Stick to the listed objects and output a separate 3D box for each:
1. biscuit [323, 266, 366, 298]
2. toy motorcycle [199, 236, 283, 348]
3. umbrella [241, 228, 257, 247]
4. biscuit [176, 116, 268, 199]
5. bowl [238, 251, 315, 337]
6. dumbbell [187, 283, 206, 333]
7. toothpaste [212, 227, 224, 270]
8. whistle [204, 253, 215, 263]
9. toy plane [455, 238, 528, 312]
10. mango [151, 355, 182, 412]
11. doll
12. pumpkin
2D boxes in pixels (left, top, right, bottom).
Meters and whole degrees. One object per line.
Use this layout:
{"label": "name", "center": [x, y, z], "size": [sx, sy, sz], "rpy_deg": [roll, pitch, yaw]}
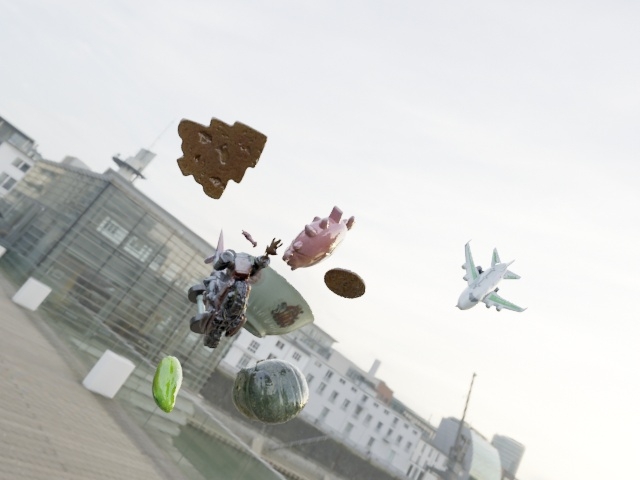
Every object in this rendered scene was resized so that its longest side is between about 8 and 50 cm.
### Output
{"label": "biscuit", "center": [0.099, 0.181, 1.806], "size": [0.188, 0.027, 0.187], "rpy_deg": [14, -41, 12]}
{"label": "toy motorcycle", "center": [-0.223, 0.113, 1.118], "size": [0.134, 0.207, 0.401], "rpy_deg": [12, -40, -24]}
{"label": "umbrella", "center": [-0.286, -0.012, 1.737], "size": [0.165, 0.027, 0.025], "rpy_deg": [38, -20, 52]}
{"label": "biscuit", "center": [-0.310, -0.280, 1.413], "size": [0.043, 0.302, 0.278], "rpy_deg": [-131, -155, -65]}
{"label": "bowl", "center": [-0.194, 0.210, 1.410], "size": [0.337, 0.157, 0.337], "rpy_deg": [33, -25, 18]}
{"label": "dumbbell", "center": [-0.485, 0.276, 1.774], "size": [0.100, 0.100, 0.191], "rpy_deg": [52, 12, -46]}
{"label": "toothpaste", "center": [-0.402, 0.040, 1.751], "size": [0.043, 0.194, 0.067], "rpy_deg": [2, -37, -6]}
{"label": "whistle", "center": [-0.547, 0.093, 2.195], "size": [0.033, 0.033, 0.177], "rpy_deg": [39, -29, -19]}
{"label": "toy plane", "center": [0.469, 0.130, 1.257], "size": [0.251, 0.255, 0.101], "rpy_deg": [52, -27, 9]}
{"label": "mango", "center": [-0.608, 0.572, 1.731], "size": [0.125, 0.111, 0.232], "rpy_deg": [67, 5, -49]}
{"label": "doll", "center": [0.000, 0.000, 1.125], "size": [0.093, 0.262, 0.211], "rpy_deg": [47, -36, 16]}
{"label": "pumpkin", "center": [-0.219, 0.622, 1.806], "size": [0.292, 0.257, 0.328], "rpy_deg": [2, -20, -45]}
